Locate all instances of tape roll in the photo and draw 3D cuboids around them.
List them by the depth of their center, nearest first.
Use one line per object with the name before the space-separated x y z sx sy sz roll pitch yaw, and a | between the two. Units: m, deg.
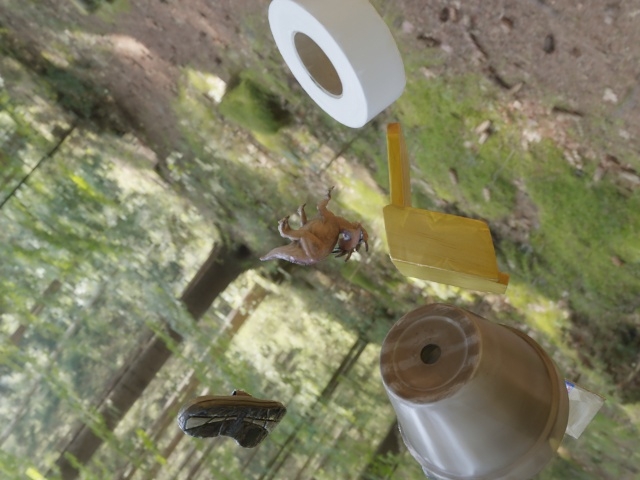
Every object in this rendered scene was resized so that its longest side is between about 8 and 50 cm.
tape roll | 0.028 -0.353 1.488 0.286 0.100 0.286 47 167 14

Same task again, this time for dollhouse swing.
dollhouse swing | 0.282 -0.066 1.777 0.315 0.305 0.347 11 173 13

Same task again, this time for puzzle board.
puzzle board | 0.507 0.339 1.627 0.096 0.011 0.128 27 127 10

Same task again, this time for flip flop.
flip flop | -0.162 0.314 1.464 0.277 0.112 0.080 23 -162 -51

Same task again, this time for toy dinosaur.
toy dinosaur | 0.000 0.000 2.050 0.200 0.296 0.127 56 159 -5

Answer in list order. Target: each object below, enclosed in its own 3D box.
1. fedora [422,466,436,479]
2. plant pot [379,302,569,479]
fedora | 0.257 0.389 1.753 0.124 0.243 0.275 19 153 39
plant pot | 0.250 0.257 1.435 0.323 0.323 0.280 20 163 40
